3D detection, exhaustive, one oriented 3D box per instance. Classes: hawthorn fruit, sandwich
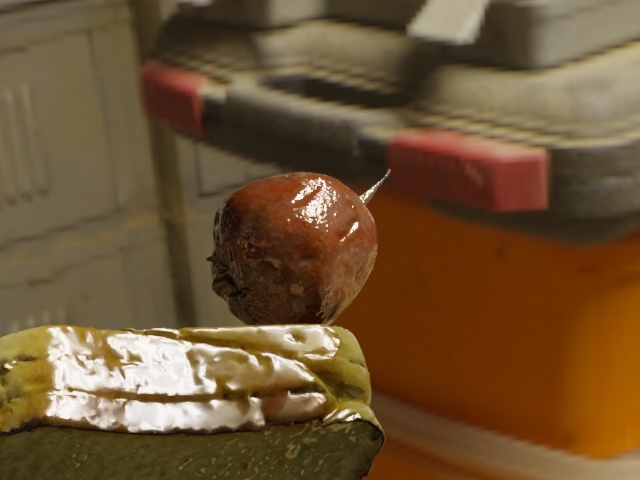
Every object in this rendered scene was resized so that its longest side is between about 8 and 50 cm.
[{"bbox_3d":[-0.009,0.003,1.535,0.189,0.149,0.149,-27,18,1],"label":"hawthorn fruit"},{"bbox_3d":[-0.088,0.117,0.914,0.214,0.186,0.065,-1,51,-21],"label":"sandwich"}]
